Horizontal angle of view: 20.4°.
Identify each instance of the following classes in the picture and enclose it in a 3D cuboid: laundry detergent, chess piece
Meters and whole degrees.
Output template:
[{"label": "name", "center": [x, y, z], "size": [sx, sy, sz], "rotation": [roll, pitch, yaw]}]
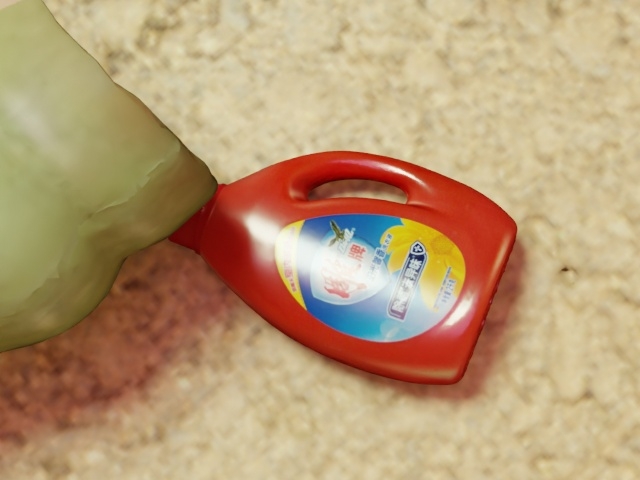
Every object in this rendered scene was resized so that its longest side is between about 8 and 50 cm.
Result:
[{"label": "laundry detergent", "center": [0.000, 0.000, 0.806], "size": [0.165, 0.049, 0.097], "rotation": [20, 75, 6]}, {"label": "chess piece", "center": [-0.277, 0.043, 0.732], "size": [0.442, 0.234, 0.234], "rotation": [-44, 81, -1]}]
